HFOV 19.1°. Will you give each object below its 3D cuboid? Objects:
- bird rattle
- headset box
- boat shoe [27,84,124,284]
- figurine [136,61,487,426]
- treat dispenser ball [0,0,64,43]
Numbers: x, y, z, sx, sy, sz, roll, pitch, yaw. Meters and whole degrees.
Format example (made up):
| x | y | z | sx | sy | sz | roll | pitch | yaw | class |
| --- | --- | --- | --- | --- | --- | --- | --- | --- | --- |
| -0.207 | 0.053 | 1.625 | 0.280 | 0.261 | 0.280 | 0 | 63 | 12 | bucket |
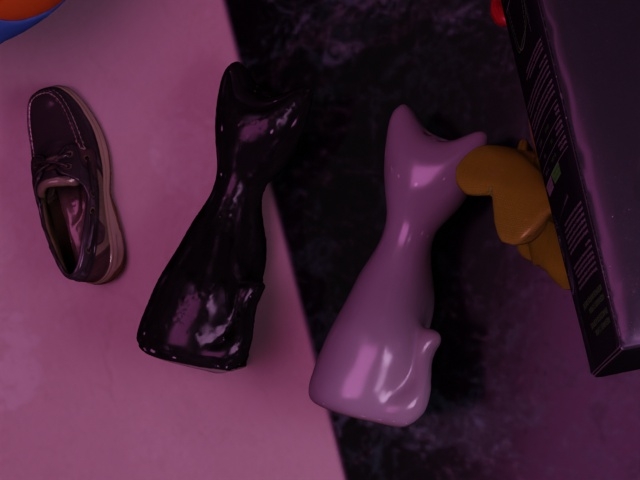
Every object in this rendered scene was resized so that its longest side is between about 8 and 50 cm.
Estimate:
| x | y | z | sx | sy | sz | roll | pitch | yaw | class |
| --- | --- | --- | --- | --- | --- | --- | --- | --- | --- |
| 0.194 | -0.094 | 1.194 | 0.207 | 0.143 | 0.253 | 10 | 81 | 13 | bird rattle |
| 0.248 | -0.071 | 1.058 | 0.246 | 0.131 | 0.283 | -13 | 79 | -1 | headset box |
| -0.182 | -0.042 | 1.376 | 0.056 | 0.049 | 0.152 | -23 | 80 | 23 | boat shoe |
| 0.000 | 0.000 | 1.278 | 0.215 | 0.092 | 0.209 | 15 | 92 | 23 | figurine |
| -0.276 | -0.266 | 1.289 | 0.288 | 0.288 | 0.288 | 0 | 90 | 24 | treat dispenser ball |
